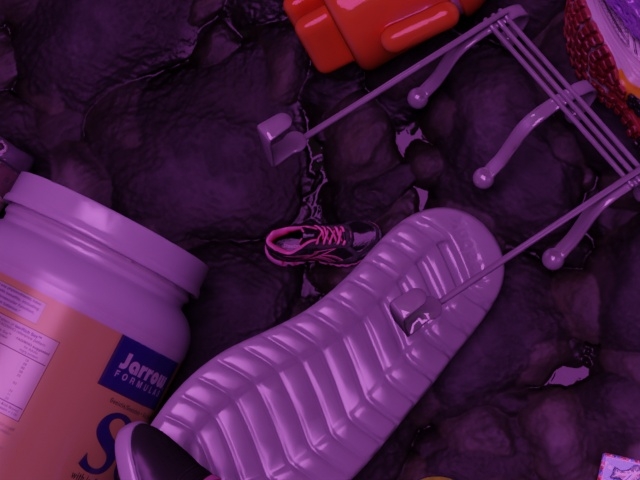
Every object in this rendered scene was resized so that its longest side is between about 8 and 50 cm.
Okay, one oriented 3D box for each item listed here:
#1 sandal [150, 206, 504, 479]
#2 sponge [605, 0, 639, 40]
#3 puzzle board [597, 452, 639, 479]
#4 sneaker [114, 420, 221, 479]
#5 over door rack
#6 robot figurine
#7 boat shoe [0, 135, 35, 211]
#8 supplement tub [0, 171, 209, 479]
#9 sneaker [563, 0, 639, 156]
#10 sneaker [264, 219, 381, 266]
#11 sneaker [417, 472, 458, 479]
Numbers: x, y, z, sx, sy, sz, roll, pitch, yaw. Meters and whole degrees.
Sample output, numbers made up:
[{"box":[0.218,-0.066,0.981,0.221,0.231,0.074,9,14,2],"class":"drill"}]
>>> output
[{"box":[0.010,0.135,1.687,0.416,0.102,0.169,-37,88,-12],"class":"sandal"},{"box":[0.380,-0.249,1.691,0.210,0.031,0.117,-29,74,-21],"class":"sponge"},{"box":[0.316,0.258,1.637,0.128,0.011,0.096,11,80,14],"class":"puzzle board"},{"box":[-0.049,0.255,1.526,0.147,0.104,0.295,-37,87,29],"class":"sneaker"},{"box":[0.128,-0.065,1.659,0.324,0.108,0.239,-28,65,-24],"class":"over door rack"},{"box":[0.075,-0.254,1.742,0.219,0.158,0.128,-28,95,4],"class":"robot figurine"},{"box":[-0.409,-0.145,1.831,0.092,0.103,0.285,-44,77,-6],"class":"boat shoe"},{"box":[-0.269,0.127,1.664,0.241,0.241,0.331,25,84,15],"class":"supplement tub"},{"box":[0.314,-0.165,1.707,0.093,0.088,0.225,-28,73,-17],"class":"sneaker"},{"box":[0.000,0.000,1.735,0.119,0.057,0.047,-8,74,8],"class":"sneaker"},{"box":[0.023,0.329,1.621,0.111,0.121,0.300,40,88,17],"class":"sneaker"}]
